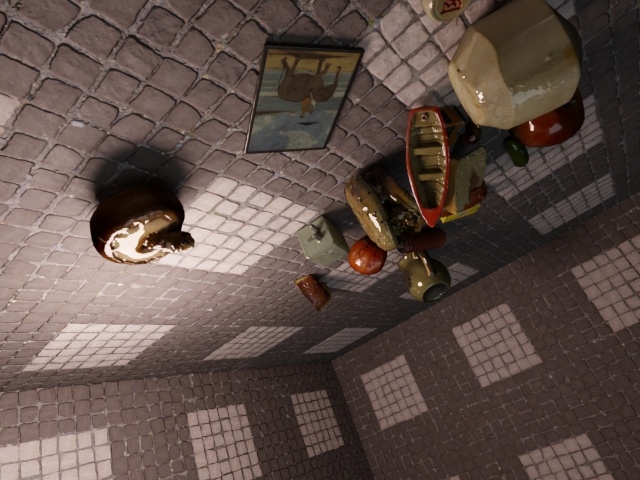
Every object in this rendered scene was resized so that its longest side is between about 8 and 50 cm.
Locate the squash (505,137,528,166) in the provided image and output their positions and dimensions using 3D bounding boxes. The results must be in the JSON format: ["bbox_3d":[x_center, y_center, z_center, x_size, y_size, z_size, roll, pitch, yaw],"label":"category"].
[{"bbox_3d":[0.815,-0.356,1.705,0.069,0.069,0.258,-35,151,24],"label":"squash"}]

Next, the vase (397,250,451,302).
[{"bbox_3d":[0.555,0.149,2.261,0.241,0.302,0.329,-20,136,-4],"label":"vase"}]

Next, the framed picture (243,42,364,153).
[{"bbox_3d":[-0.055,-0.359,1.100,0.265,0.016,0.347,-9,151,-26],"label":"framed picture"}]

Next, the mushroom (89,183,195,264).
[{"bbox_3d":[-0.507,-0.040,1.196,0.279,0.162,0.297,7,142,-30],"label":"mushroom"}]

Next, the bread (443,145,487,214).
[{"bbox_3d":[0.486,-0.256,1.552,0.184,0.211,0.223,-31,129,-16],"label":"bread"}]

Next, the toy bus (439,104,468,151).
[{"bbox_3d":[0.398,-0.346,1.380,0.103,0.091,0.182,-15,152,-18],"label":"toy bus"}]

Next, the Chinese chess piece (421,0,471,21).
[{"bbox_3d":[0.291,-0.563,0.943,0.122,0.051,0.122,-17,153,-9],"label":"Chinese chess piece"}]

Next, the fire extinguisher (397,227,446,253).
[{"bbox_3d":[0.458,0.010,2.089,0.338,0.106,0.147,-8,172,-24],"label":"fire extinguisher"}]

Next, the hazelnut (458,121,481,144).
[{"bbox_3d":[0.519,-0.372,1.447,0.087,0.086,0.086,-18,153,-9],"label":"hazelnut"}]

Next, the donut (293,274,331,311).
[{"bbox_3d":[-0.017,0.278,2.172,0.112,0.151,0.295,-37,151,7],"label":"donut"}]

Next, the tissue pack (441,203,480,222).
[{"bbox_3d":[0.625,-0.156,1.898,0.176,0.095,0.062,-18,152,-10],"label":"tissue pack"}]

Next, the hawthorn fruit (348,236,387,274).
[{"bbox_3d":[0.231,0.060,1.928,0.179,0.179,0.200,4,131,-42],"label":"hawthorn fruit"}]

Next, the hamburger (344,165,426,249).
[{"bbox_3d":[0.242,-0.107,1.521,0.195,0.276,0.318,-32,148,0],"label":"hamburger"}]

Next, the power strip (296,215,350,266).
[{"bbox_3d":[0.000,0.000,1.666,0.140,0.139,0.224,-31,153,17],"label":"power strip"}]

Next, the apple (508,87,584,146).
[{"bbox_3d":[0.741,-0.418,1.387,0.230,0.229,0.229,-18,153,-9],"label":"apple"}]

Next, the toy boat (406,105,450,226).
[{"bbox_3d":[0.352,-0.234,1.338,0.136,0.079,0.391,1,118,25],"label":"toy boat"}]

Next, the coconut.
[{"bbox_3d":[0.502,-0.451,1.058,0.324,0.322,0.323,-18,153,-9],"label":"coconut"}]

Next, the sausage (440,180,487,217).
[{"bbox_3d":[0.548,-0.187,1.718,0.268,0.153,0.141,-21,161,0],"label":"sausage"}]
